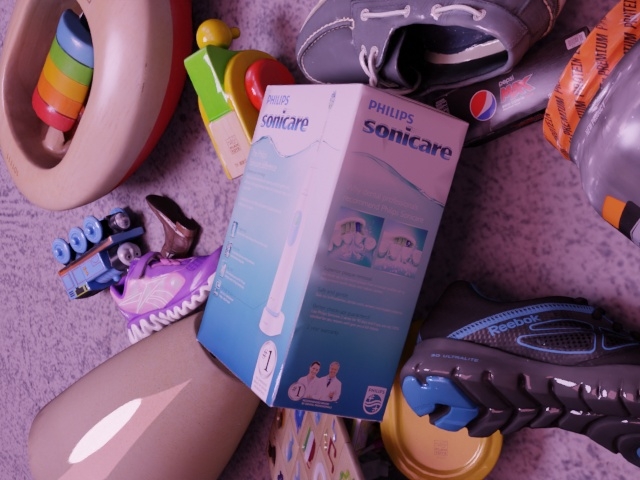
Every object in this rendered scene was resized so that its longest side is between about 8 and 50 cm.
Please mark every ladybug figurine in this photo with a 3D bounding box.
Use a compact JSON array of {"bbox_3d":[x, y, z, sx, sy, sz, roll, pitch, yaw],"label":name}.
[{"bbox_3d":[-0.303,-0.232,1.092,0.305,0.162,0.449,56,129,20],"label":"ladybug figurine"}]

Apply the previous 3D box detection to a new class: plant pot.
[{"bbox_3d":[-0.202,0.227,1.059,0.274,0.256,0.256,-46,67,20],"label":"plant pot"}]

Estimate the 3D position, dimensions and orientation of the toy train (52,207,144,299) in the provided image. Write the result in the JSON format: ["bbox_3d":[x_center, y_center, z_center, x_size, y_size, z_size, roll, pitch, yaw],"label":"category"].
[{"bbox_3d":[-0.344,0.021,1.238,0.184,0.080,0.105,-26,90,39],"label":"toy train"}]

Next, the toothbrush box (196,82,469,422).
[{"bbox_3d":[0.000,0.000,0.796,0.216,0.126,0.295,19,95,62],"label":"toothbrush box"}]

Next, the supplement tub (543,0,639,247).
[{"bbox_3d":[0.325,-0.039,0.550,0.316,0.194,0.193,46,125,27],"label":"supplement tub"}]

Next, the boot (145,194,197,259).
[{"bbox_3d":[-0.229,0.003,1.159,0.106,0.037,0.114,40,126,27],"label":"boot"}]

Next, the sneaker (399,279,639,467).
[{"bbox_3d":[0.246,0.108,0.689,0.341,0.139,0.125,10,138,19],"label":"sneaker"}]

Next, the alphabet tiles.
[{"bbox_3d":[-0.015,0.298,0.909,0.342,0.011,0.285,-115,34,-58],"label":"alphabet tiles"}]

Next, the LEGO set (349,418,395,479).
[{"bbox_3d":[0.039,0.142,0.896,0.132,0.107,0.286,-1,98,42],"label":"LEGO set"}]

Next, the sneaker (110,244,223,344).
[{"bbox_3d":[-0.210,0.057,1.090,0.236,0.095,0.104,-31,95,36],"label":"sneaker"}]

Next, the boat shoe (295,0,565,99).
[{"bbox_3d":[0.076,-0.190,0.767,0.319,0.099,0.116,-1,143,47],"label":"boat shoe"}]

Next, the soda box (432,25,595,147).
[{"bbox_3d":[0.191,-0.138,0.739,0.169,0.060,0.053,-20,84,42],"label":"soda box"}]

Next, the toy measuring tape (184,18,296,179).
[{"bbox_3d":[-0.059,-0.109,0.949,0.121,0.121,0.330,-18,98,42],"label":"toy measuring tape"}]

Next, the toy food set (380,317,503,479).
[{"bbox_3d":[0.132,0.186,0.839,0.128,0.071,0.217,1,93,21],"label":"toy food set"}]
